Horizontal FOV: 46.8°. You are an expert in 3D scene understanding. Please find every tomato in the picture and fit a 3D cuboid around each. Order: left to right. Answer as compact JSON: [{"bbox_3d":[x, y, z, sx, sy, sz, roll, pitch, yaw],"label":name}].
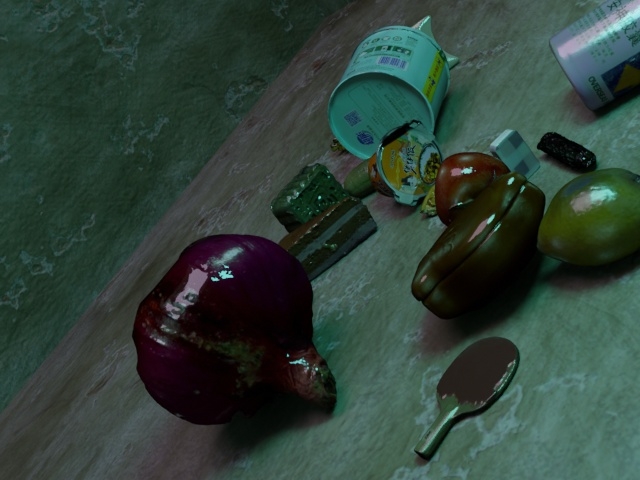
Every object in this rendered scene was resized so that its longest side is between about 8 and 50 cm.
[{"bbox_3d":[0.300,-0.107,1.473,0.167,0.167,0.167,-35,24,18],"label":"tomato"}]

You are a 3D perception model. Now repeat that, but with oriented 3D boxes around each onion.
[{"bbox_3d":[-0.135,0.196,1.438,0.420,0.398,0.398,22,64,42],"label":"onion"}]

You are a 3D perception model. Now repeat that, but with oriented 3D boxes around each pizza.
[{"bbox_3d":[0.285,-0.117,1.670,0.160,0.036,0.099,-52,24,-22],"label":"pizza"}]

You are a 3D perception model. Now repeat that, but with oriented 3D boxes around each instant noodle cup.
[{"bbox_3d":[0.191,-0.176,1.782,0.208,0.177,0.125,-65,16,-18],"label":"instant noodle cup"}]

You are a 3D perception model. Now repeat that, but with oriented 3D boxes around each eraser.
[{"bbox_3d":[0.393,-0.169,1.497,0.065,0.105,0.026,-43,22,-4],"label":"eraser"}]

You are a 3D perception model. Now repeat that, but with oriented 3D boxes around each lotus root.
[{"bbox_3d":[0.138,-0.180,1.967,0.183,0.077,0.090,-29,26,33],"label":"lotus root"}]

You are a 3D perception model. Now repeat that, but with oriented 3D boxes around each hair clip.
[{"bbox_3d":[0.270,-0.547,2.319,0.113,0.172,0.282,-36,3,-40],"label":"hair clip"}]

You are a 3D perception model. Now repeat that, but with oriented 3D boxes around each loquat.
[{"bbox_3d":[0.428,-0.033,1.156,0.195,0.152,0.152,-40,21,26],"label":"loquat"}]

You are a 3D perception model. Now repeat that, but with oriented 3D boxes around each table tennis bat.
[{"bbox_3d":[0.223,0.240,1.154,0.234,0.022,0.131,-50,24,-21],"label":"table tennis bat"}]

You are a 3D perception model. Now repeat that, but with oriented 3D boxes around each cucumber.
[{"bbox_3d":[0.480,-0.173,1.439,0.053,0.053,0.181,-40,25,5],"label":"cucumber"}]

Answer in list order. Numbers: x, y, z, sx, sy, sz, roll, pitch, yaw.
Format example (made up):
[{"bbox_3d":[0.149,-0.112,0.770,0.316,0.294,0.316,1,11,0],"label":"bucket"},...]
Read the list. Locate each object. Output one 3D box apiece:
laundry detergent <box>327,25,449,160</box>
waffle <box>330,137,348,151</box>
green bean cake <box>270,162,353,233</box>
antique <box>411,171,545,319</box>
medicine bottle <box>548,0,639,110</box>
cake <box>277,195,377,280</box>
[{"bbox_3d":[0.196,-0.409,2.011,0.287,0.287,0.305,-24,29,37],"label":"laundry detergent"},{"bbox_3d":[0.146,-0.367,2.333,0.228,0.051,0.232,-14,35,54],"label":"waffle"},{"bbox_3d":[-0.014,-0.088,1.930,0.181,0.173,0.094,-50,22,-25],"label":"green bean cake"},{"bbox_3d":[0.275,0.015,1.269,0.278,0.129,0.223,-50,-1,-3],"label":"antique"},{"bbox_3d":[0.619,-0.403,1.455,0.290,0.178,0.178,-30,25,25],"label":"medicine bottle"},{"bbox_3d":[0.000,0.000,1.820,0.295,0.116,0.113,-35,24,17],"label":"cake"}]
